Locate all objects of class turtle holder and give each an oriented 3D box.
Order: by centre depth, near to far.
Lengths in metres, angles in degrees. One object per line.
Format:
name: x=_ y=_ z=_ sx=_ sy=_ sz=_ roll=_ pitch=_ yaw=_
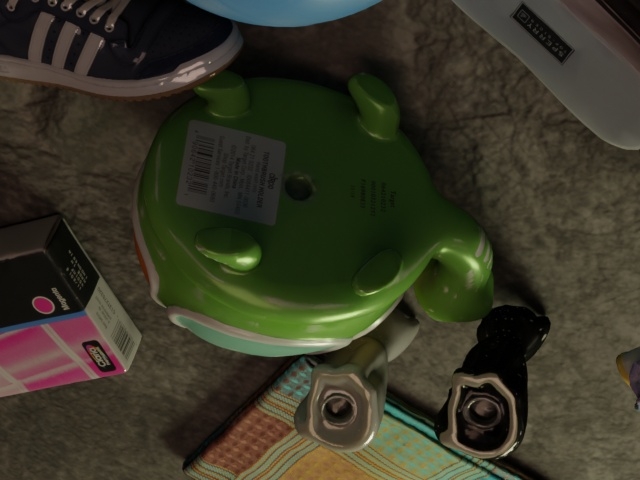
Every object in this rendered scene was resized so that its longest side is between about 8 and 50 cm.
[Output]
turtle holder: x=-0.012 y=-0.015 z=1.569 sx=0.320 sy=0.243 sz=0.227 roll=-15 pitch=157 yaw=-25

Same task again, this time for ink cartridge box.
ink cartridge box: x=-0.387 y=0.088 z=1.848 sx=0.371 sy=0.069 sz=0.175 roll=-11 pitch=127 yaw=26

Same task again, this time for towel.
towel: x=0.065 y=0.278 z=1.911 sx=0.370 sy=0.040 sz=0.271 roll=32 pitch=130 yaw=-14

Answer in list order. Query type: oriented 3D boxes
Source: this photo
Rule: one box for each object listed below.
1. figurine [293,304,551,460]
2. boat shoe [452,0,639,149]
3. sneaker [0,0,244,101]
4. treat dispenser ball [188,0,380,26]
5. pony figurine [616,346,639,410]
figurine: x=0.100 y=0.116 z=1.649 sx=0.215 sy=0.209 sz=0.092 roll=0 pitch=112 yaw=17
boat shoe: x=0.185 y=-0.214 z=1.393 sx=0.306 sy=0.105 sz=0.113 roll=45 pitch=143 yaw=7
sneaker: x=-0.205 y=-0.209 z=1.478 sx=0.282 sy=0.099 sz=0.153 roll=7 pitch=133 yaw=31
treat dispenser ball: x=-0.027 y=-0.297 z=1.250 sx=0.288 sy=0.288 sz=0.288 roll=7 pitch=132 yaw=8
pony figurine: x=0.440 y=0.062 z=1.497 sx=0.351 sy=0.302 sz=0.363 roll=14 pitch=140 yaw=-44
